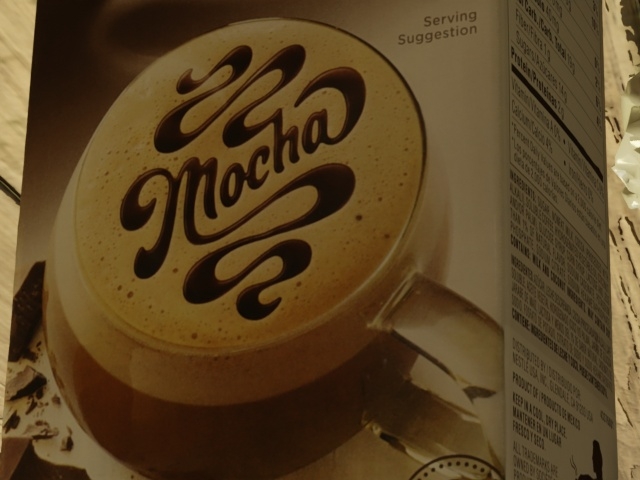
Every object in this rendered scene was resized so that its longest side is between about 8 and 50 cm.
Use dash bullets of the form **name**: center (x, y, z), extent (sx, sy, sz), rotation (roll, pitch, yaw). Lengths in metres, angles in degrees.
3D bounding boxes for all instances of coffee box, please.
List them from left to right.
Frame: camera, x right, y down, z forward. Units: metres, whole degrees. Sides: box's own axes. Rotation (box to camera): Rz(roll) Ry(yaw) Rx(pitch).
- **coffee box**: center (0.000, 0.000, 0.574), extent (0.168, 0.297, 0.119), rotation (-8, 158, 24)

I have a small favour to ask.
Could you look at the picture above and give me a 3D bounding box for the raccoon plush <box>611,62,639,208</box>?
- **raccoon plush**: center (0.344, 0.010, 0.608), extent (0.446, 0.216, 0.299), rotation (-9, -171, 4)
